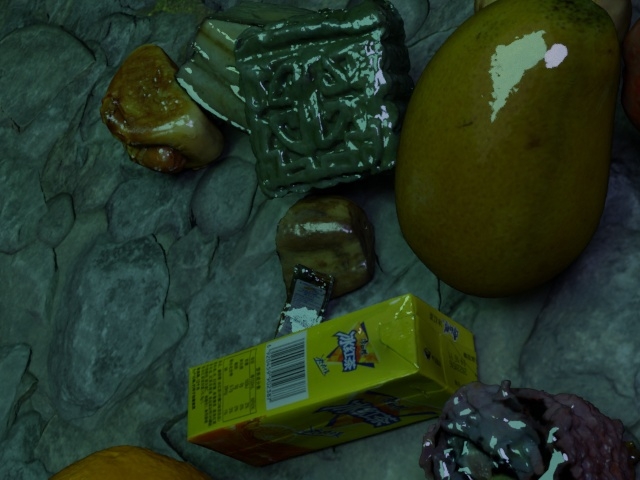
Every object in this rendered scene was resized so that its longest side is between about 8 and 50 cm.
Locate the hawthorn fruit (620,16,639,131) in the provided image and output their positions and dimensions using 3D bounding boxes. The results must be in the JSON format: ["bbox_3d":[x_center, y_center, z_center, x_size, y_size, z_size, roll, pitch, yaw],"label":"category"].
[{"bbox_3d":[0.458,-0.181,1.258,0.248,0.208,0.208,24,83,32],"label":"hawthorn fruit"}]

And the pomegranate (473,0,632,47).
[{"bbox_3d":[0.294,-0.287,1.442,0.207,0.207,0.207,-19,56,30],"label":"pomegranate"}]

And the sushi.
[{"bbox_3d":[0.210,0.289,1.216,0.237,0.171,0.270,-17,62,31],"label":"sushi"}]

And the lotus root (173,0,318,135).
[{"bbox_3d":[-0.059,-0.267,1.761,0.314,0.142,0.210,28,113,24],"label":"lotus root"}]

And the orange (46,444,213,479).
[{"bbox_3d":[-0.242,0.406,1.423,0.312,0.312,0.312,-19,56,30],"label":"orange"}]

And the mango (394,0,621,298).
[{"bbox_3d":[0.219,-0.114,1.330,0.264,0.221,0.378,37,125,32],"label":"mango"}]

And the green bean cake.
[{"bbox_3d":[0.012,-0.197,1.588,0.241,0.132,0.254,-5,97,31],"label":"green bean cake"}]

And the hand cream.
[{"bbox_3d":[-0.033,0.117,1.579,0.062,0.039,0.163,22,92,20],"label":"hand cream"}]

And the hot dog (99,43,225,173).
[{"bbox_3d":[-0.272,-0.202,1.890,0.153,0.150,0.256,-38,48,5],"label":"hot dog"}]

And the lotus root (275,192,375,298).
[{"bbox_3d":[0.004,0.000,1.595,0.135,0.095,0.159,-7,69,32],"label":"lotus root"}]

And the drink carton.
[{"bbox_3d":[0.011,0.183,1.443,0.351,0.155,0.111,-22,56,29],"label":"drink carton"}]
